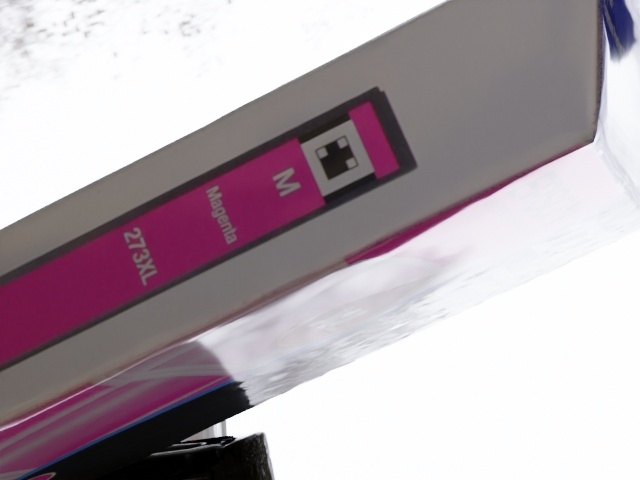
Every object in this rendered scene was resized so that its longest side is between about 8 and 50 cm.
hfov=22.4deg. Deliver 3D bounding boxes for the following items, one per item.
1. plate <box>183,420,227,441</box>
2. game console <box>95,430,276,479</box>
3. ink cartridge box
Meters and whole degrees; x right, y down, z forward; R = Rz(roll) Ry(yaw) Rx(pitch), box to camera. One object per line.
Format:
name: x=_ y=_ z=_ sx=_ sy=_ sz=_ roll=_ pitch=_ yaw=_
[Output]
plate: x=-0.104 y=0.171 z=1.001 sx=0.045 sy=0.278 sz=0.277 roll=1 pitch=-100 yaw=-19
game console: x=0.029 y=0.177 z=0.664 sx=0.361 sy=0.044 sz=0.213 roll=-12 pitch=-90 yaw=30
ink cartridge box: x=0.000 y=0.000 z=0.542 sx=0.371 sy=0.176 sz=0.069 roll=-28 pitch=-104 yaw=12
